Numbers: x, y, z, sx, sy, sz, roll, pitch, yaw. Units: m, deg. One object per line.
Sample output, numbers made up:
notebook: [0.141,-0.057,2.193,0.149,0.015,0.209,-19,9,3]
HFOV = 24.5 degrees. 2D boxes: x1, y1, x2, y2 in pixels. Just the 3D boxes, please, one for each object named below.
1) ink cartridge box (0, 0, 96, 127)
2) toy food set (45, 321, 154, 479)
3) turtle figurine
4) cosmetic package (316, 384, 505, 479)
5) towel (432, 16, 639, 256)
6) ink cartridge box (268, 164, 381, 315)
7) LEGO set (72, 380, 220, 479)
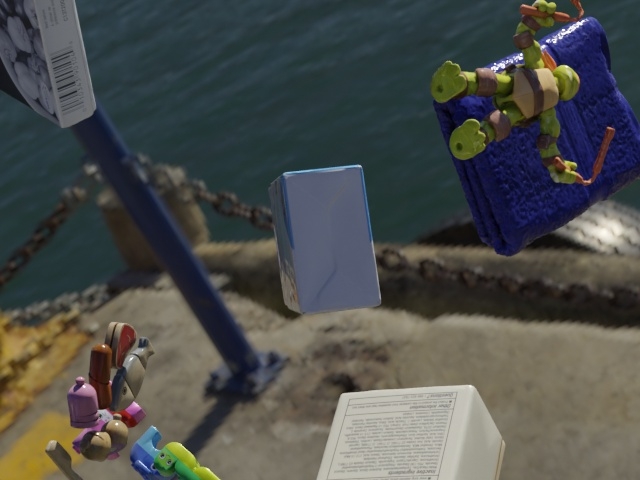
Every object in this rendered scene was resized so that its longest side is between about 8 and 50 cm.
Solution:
ink cartridge box: [-0.288,-0.227,1.314,0.045,0.206,0.208,-29,40,-29]
toy food set: [-0.144,0.105,0.999,0.019,0.078,0.122,3,54,24]
turtle figurine: [0.229,-0.182,1.716,0.217,0.269,0.087,-16,11,-35]
cosmetic package: [0.074,0.300,1.474,0.160,0.113,0.309,-6,45,27]
towel: [0.281,-0.133,1.878,0.308,0.227,0.076,-29,9,-37]
ink cartridge box: [0.000,0.000,1.132,0.060,0.104,0.180,-8,1,-5]
LEGO set: [-0.145,0.248,1.392,0.227,0.087,0.093,37,74,24]
